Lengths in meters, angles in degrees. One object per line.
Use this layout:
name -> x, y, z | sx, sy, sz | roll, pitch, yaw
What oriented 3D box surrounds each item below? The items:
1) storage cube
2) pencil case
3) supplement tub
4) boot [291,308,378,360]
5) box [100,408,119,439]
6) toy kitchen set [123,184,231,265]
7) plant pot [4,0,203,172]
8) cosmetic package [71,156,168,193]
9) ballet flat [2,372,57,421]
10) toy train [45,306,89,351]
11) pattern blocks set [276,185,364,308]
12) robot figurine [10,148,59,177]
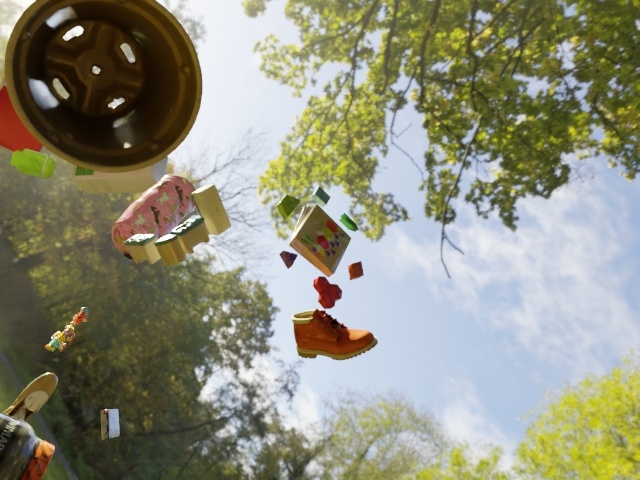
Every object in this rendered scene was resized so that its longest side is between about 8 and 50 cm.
storage cube -> -0.976, -0.416, 1.690 | 0.215, 0.193, 0.183 | 28, 20, -42
pencil case -> -0.586, -0.093, 1.874 | 0.160, 0.386, 0.167 | 7, -53, 11
supplement tub -> -0.733, 0.425, 1.027 | 0.338, 0.207, 0.207 | 32, -18, -20
boot -> 0.019, 0.157, 0.891 | 0.158, 0.059, 0.084 | -6, -75, 28
box -> -0.718, 0.627, 1.774 | 0.137, 0.027, 0.093 | 113, -32, -72
toy kitchen set -> -0.366, -0.041, 1.302 | 0.166, 0.207, 0.122 | 1, -61, 36
plant pot -> -0.444, -0.337, 1.062 | 0.305, 0.334, 0.333 | 38, -35, 56
cosmetic package -> -0.896, -0.330, 2.341 | 0.155, 0.366, 0.196 | 78, 10, -66
ballet flat -> -0.850, 0.488, 1.500 | 0.073, 0.232, 0.080 | 39, -7, 49
toy train -> -0.804, 0.293, 1.663 | 0.046, 0.166, 0.125 | 45, 16, -19
pattern blocks set -> 0.000, 0.000, 1.306 | 0.285, 0.325, 0.026 | 49, -54, -5
robot figurine -> -0.784, -0.211, 1.430 | 0.101, 0.115, 0.067 | 35, -72, 65
